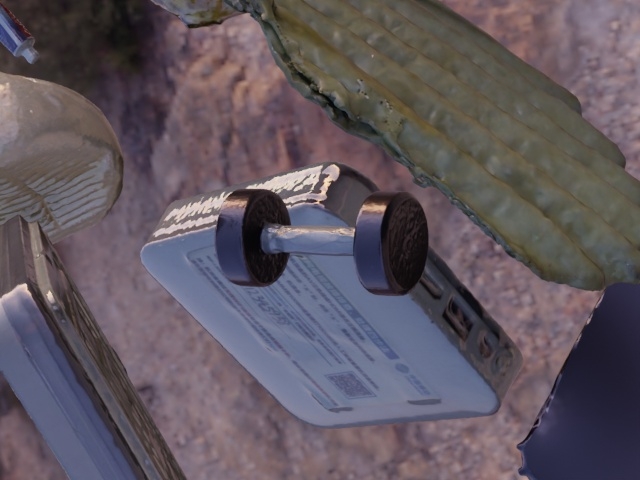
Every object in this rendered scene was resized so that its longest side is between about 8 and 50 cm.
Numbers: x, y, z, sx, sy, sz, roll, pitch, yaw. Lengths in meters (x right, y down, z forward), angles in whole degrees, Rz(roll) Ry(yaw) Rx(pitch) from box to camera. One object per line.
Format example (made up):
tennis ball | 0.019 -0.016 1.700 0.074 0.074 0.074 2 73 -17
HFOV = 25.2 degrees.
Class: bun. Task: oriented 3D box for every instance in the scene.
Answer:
bun | -0.311 -0.086 1.406 0.145 0.229 0.229 66 150 30

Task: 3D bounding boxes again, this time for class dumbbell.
dumbbell | 0.000 0.000 1.379 0.191 0.100 0.100 2 108 30

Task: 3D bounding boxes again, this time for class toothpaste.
toothpaste | -0.228 -0.158 1.017 0.083 0.019 0.027 48 164 8

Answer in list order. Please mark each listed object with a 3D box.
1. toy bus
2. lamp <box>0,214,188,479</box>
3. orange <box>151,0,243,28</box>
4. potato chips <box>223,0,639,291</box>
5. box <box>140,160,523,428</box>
toy bus | 0.376 0.146 1.642 0.171 0.386 0.162 28 174 19
lamp | -0.125 0.121 0.865 0.269 0.047 0.266 63 173 -15
orange | -0.150 -0.453 1.788 0.368 0.271 0.210 62 148 37
potato chips | 0.085 -0.122 1.125 0.429 0.358 0.070 34 113 -4
box | 0.011 0.083 1.833 0.397 0.111 0.396 -11 130 46
